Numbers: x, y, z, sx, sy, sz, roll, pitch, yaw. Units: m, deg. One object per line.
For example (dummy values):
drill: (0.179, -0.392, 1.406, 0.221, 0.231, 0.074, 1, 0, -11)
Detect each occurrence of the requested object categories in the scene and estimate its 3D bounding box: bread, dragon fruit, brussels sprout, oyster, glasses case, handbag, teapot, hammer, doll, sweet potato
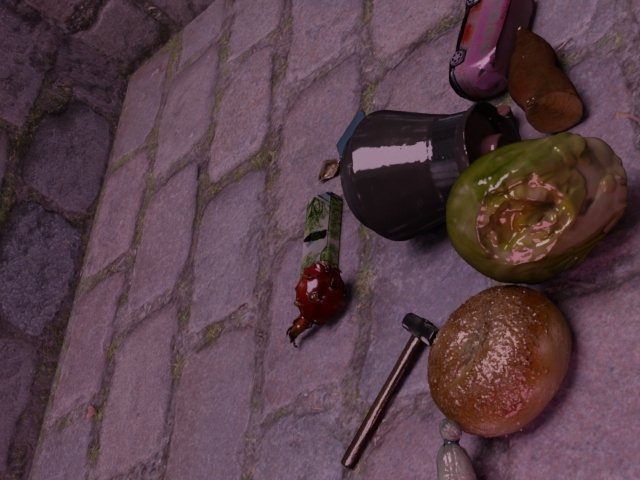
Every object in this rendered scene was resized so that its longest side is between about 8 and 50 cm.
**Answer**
bread: (0.325, 0.220, 1.727, 0.305, 0.158, 0.306, -31, 42, 33)
dragon fruit: (-0.020, 0.163, 2.278, 0.125, 0.125, 0.246, 48, 115, 37)
brussels sprout: (0.402, -0.056, 1.718, 0.344, 0.344, 0.268, -22, 76, 43)
oyster: (0.027, -0.202, 2.582, 0.093, 0.034, 0.051, -23, 67, 41)
glasses case: (0.000, 0.000, 2.427, 0.095, 0.062, 0.272, -29, 43, 38)
handbag: (0.109, -0.245, 2.492, 0.144, 0.057, 0.221, -46, 35, 26)
teapot: (0.273, -0.181, 2.052, 0.361, 0.306, 0.376, -7, 29, 40)
hammer: (0.147, 0.334, 1.988, 0.366, 0.043, 0.111, -61, 34, 1)
doll: (0.250, 0.434, 1.682, 0.071, 0.103, 0.214, -12, 83, 3)
sweet potato: (0.476, -0.373, 2.042, 0.131, 0.131, 0.337, -41, 36, 25)

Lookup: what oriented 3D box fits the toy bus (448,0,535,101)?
toy bus: (0.415, -0.490, 2.212, 0.147, 0.127, 0.303, -8, 58, 47)
